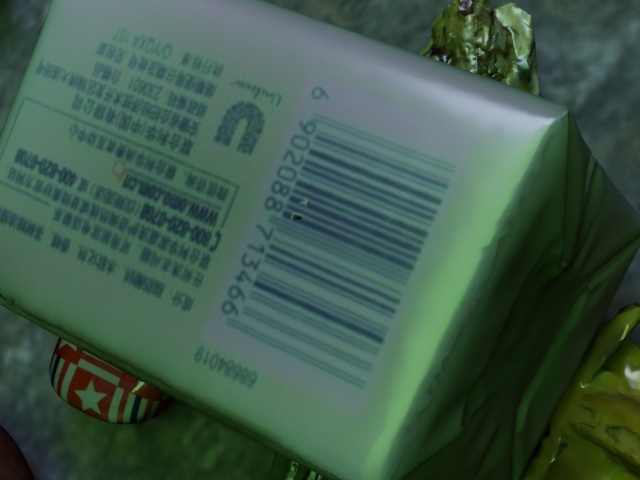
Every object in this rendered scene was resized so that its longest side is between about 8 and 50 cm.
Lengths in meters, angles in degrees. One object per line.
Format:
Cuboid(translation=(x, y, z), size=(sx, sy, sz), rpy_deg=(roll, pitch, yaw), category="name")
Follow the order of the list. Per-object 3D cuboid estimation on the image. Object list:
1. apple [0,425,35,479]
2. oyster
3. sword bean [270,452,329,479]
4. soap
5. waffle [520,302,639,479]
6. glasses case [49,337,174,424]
Cuboid(translation=(-0.221, 0.154, 0.600), size=(0.153, 0.120, 0.154), rpy_deg=(-3, 81, 19), category="apple")
Cuboid(translation=(0.066, -0.034, 0.565), size=(0.108, 0.053, 0.166), rpy_deg=(-13, 78, 18), category="oyster")
Cuboid(translation=(0.000, 0.031, 0.588), size=(0.043, 0.038, 0.269), rpy_deg=(6, 83, -5), category="sword bean")
Cuboid(translation=(0.000, 0.000, 0.459), size=(0.199, 0.182, 0.138), rpy_deg=(24, 91, 24), category="soap")
Cuboid(translation=(0.192, 0.171, 0.401), size=(0.379, 0.095, 0.382), rpy_deg=(-32, 52, 35), category="waffle")
Cuboid(translation=(-0.071, 0.003, 0.608), size=(0.073, 0.049, 0.195), rpy_deg=(25, 90, 18), category="glasses case")
